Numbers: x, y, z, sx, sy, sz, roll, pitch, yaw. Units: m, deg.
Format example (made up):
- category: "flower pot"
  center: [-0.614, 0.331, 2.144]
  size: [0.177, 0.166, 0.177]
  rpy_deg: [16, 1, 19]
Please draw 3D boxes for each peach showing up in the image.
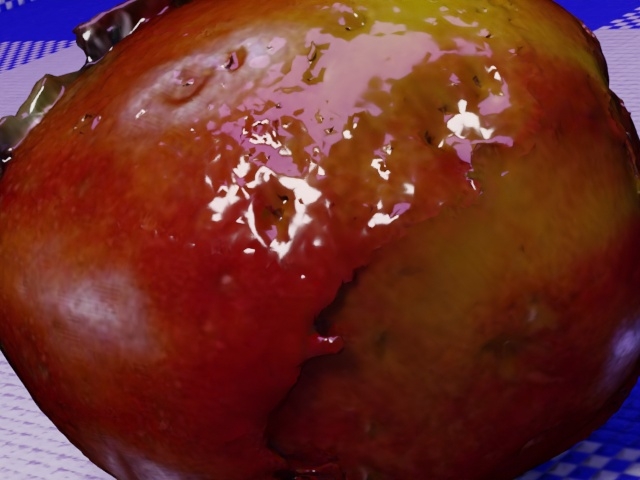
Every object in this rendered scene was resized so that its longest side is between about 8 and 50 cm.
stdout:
- category: "peach"
  center: [0.000, 0.000, 1.030]
  size: [0.416, 0.339, 0.353]
  rpy_deg: [-12, 17, 13]
